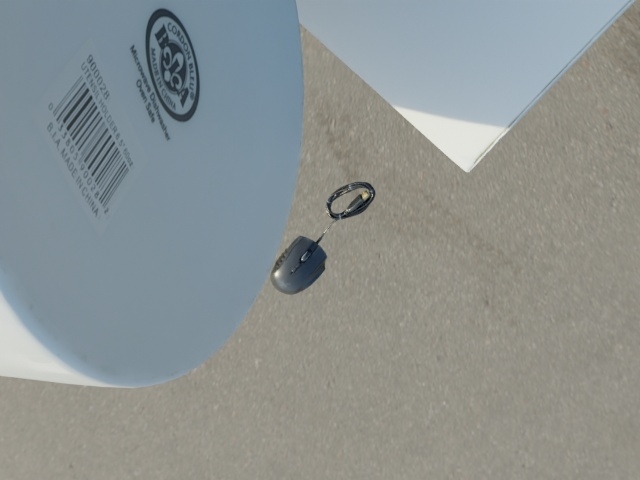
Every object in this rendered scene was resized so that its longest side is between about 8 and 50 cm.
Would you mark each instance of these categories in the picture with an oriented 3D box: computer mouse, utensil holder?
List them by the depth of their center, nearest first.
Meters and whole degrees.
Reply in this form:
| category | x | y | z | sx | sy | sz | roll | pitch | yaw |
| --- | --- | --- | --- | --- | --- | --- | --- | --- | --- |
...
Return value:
| category | x | y | z | sx | sy | sz | roll | pitch | yaw |
| --- | --- | --- | --- | --- | --- | --- | --- | --- | --- |
| utensil holder | -0.243 | -0.089 | 0.501 | 0.386 | 0.327 | 0.327 | 3 | 119 | 23 |
| computer mouse | 0.000 | 0.000 | 1.339 | 0.071 | 0.041 | 0.242 | 38 | 116 | -1 |

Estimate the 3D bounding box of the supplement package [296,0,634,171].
| category | x | y | z | sx | sy | sz | roll | pitch | yaw |
| --- | --- | --- | --- | --- | --- | --- | --- | --- | --- |
| supplement package | 0.119 | -0.210 | 0.594 | 0.204 | 0.145 | 0.262 | 42 | 153 | 3 |
